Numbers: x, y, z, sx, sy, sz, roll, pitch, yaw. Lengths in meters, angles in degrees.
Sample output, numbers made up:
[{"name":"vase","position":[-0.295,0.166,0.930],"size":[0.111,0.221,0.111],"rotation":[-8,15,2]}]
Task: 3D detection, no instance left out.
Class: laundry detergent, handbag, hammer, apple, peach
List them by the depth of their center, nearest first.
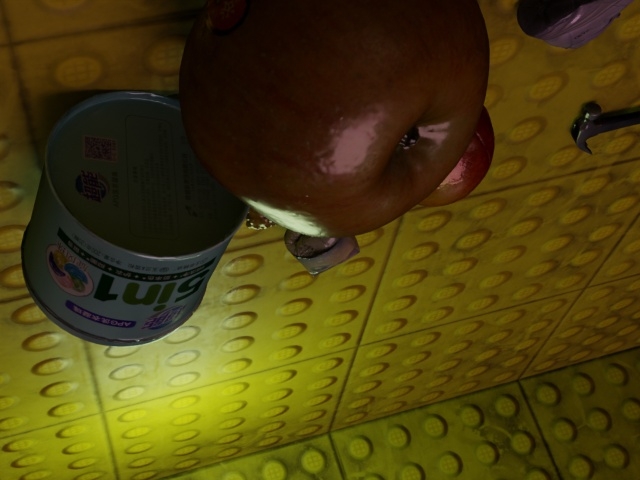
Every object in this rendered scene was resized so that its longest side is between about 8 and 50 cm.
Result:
[{"name":"apple","position":[0.022,-0.186,1.248],"size":[0.400,0.333,0.400],"rotation":[-16,141,-14]},{"name":"laundry detergent","position":[-0.280,-0.014,1.446],"size":[0.287,0.287,0.305],"rotation":[-4,149,-28]},{"name":"peach","position":[0.196,-0.156,1.630],"size":[0.192,0.190,0.190],"rotation":[-34,152,1]},{"name":"handbag","position":[0.000,0.000,1.888],"size":[0.117,0.095,0.173],"rotation":[-29,160,6]},{"name":"hammer","position":[0.621,-0.236,1.918],"size":[0.290,0.037,0.137],"rotation":[-12,152,-14]}]

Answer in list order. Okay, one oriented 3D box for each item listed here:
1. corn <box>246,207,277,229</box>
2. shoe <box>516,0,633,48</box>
[{"name":"corn","position":[-0.034,-0.093,1.680],"size":[0.262,0.097,0.097],"rotation":[-21,153,0]},{"name":"shoe","position":[0.428,-0.371,1.484],"size":[0.245,0.095,0.137],"rotation":[-31,155,29]}]
